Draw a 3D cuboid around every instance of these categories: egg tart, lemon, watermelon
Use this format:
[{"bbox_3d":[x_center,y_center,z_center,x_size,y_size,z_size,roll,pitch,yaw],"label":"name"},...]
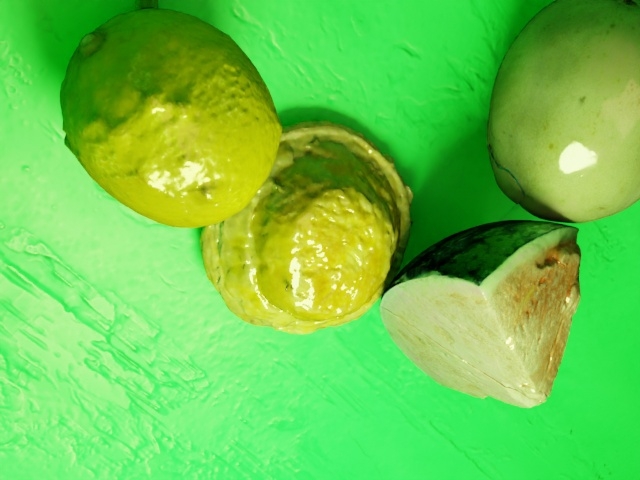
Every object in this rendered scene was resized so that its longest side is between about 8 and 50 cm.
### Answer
[{"bbox_3d":[0.000,0.000,1.572,0.318,0.128,0.319,-11,116,-24],"label":"egg tart"},{"bbox_3d":[-0.168,-0.136,1.356,0.233,0.233,0.288,-42,126,-3],"label":"lemon"},{"bbox_3d":[0.237,0.067,1.658,0.222,0.292,0.319,-51,124,-18],"label":"watermelon"}]

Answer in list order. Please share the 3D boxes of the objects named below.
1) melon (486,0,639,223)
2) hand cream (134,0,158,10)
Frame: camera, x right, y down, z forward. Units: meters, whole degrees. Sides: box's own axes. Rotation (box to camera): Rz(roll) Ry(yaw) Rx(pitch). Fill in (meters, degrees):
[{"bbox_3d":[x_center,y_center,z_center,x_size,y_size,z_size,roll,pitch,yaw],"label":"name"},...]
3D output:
[{"bbox_3d":[0.357,-0.168,1.587,0.268,0.268,0.330,-5,127,-25],"label":"melon"},{"bbox_3d":[-0.201,-0.297,1.387,0.036,0.023,0.122,-5,119,-29],"label":"hand cream"}]
